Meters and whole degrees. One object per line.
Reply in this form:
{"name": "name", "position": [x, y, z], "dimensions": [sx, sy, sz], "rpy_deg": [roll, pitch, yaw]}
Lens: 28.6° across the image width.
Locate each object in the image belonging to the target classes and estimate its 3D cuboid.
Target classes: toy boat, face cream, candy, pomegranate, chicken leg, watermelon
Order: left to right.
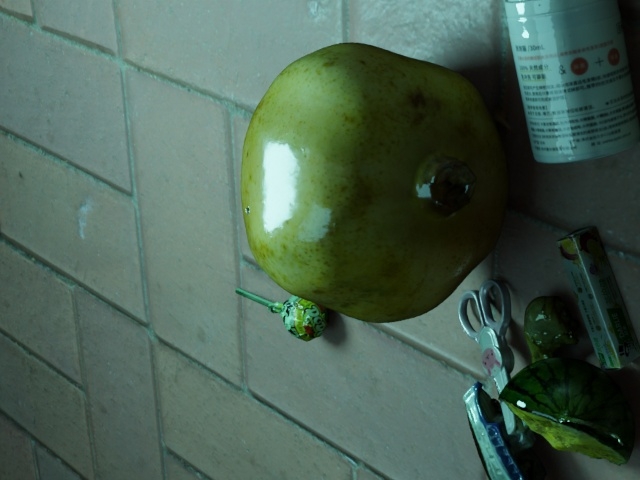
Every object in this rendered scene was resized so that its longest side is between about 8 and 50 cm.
{"name": "candy", "position": [-0.086, 0.120, 2.407], "dimensions": [0.305, 0.083, 0.091], "rpy_deg": [18, 125, 54]}
{"name": "pomegranate", "position": [0.078, -0.082, 1.803], "dimensions": [0.417, 0.417, 0.416], "rpy_deg": [28, 129, 40]}
{"name": "toy boat", "position": [0.322, 0.337, 1.995], "dimensions": [0.115, 0.114, 0.262], "rpy_deg": [-22, 90, 22]}
{"name": "chicken leg", "position": [0.344, 0.156, 1.897], "dimensions": [0.093, 0.070, 0.178], "rpy_deg": [34, 141, 27]}
{"name": "face cream", "position": [0.312, -0.294, 1.615], "dimensions": [0.145, 0.145, 0.369], "rpy_deg": [4, 111, 50]}
{"name": "watermelon", "position": [0.370, 0.239, 1.827], "dimensions": [0.204, 0.127, 0.232], "rpy_deg": [25, 168, 21]}

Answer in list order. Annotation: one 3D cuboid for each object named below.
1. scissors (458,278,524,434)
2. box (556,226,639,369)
{"name": "scissors", "position": [0.278, 0.184, 1.960], "dimensions": [0.118, 0.031, 0.242], "rpy_deg": [-39, 58, 53]}
{"name": "box", "position": [0.399, 0.083, 1.794], "dimensions": [0.041, 0.050, 0.207], "rpy_deg": [-14, 99, 54]}
